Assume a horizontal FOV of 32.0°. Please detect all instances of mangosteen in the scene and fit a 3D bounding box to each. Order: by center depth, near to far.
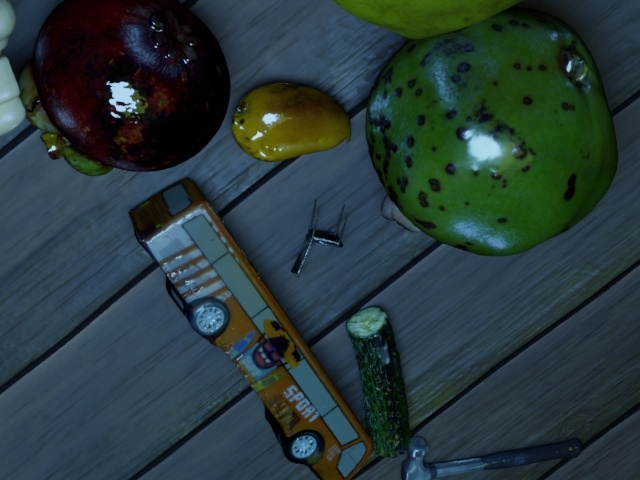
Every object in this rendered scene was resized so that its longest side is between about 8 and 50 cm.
[{"bbox_3d":[-0.182,-0.135,1.009,0.200,0.200,0.199,-7,119,-13],"label":"mangosteen"}]

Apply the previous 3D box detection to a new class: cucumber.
[{"bbox_3d":[0.070,0.164,1.300,0.058,0.058,0.187,-15,119,-8],"label":"cucumber"}]

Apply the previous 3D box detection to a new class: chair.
[{"bbox_3d":[0.001,0.001,1.200,0.042,0.037,0.086,17,108,-12],"label":"chair"}]

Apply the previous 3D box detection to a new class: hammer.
[{"bbox_3d":[0.220,0.287,1.426,0.246,0.029,0.103,-4,118,-16],"label":"hammer"}]

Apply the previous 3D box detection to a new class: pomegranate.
[{"bbox_3d":[0.159,-0.096,1.090,0.254,0.254,0.270,19,133,-25],"label":"pomegranate"}]

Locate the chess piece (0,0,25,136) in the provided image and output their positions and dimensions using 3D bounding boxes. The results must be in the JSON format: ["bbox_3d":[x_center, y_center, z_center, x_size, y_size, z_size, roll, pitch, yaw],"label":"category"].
[{"bbox_3d":[-0.326,-0.266,0.879,0.117,0.117,0.397,-17,112,-7],"label":"chess piece"}]

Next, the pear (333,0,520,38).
[{"bbox_3d":[0.079,-0.325,0.933,0.253,0.253,0.307,-19,111,-6],"label":"pear"}]

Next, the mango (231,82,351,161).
[{"bbox_3d":[-0.029,-0.118,1.113,0.127,0.063,0.077,-2,113,-21],"label":"mango"}]

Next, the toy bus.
[{"bbox_3d":[-0.068,0.115,1.209,0.092,0.093,0.409,-35,122,-5],"label":"toy bus"}]
